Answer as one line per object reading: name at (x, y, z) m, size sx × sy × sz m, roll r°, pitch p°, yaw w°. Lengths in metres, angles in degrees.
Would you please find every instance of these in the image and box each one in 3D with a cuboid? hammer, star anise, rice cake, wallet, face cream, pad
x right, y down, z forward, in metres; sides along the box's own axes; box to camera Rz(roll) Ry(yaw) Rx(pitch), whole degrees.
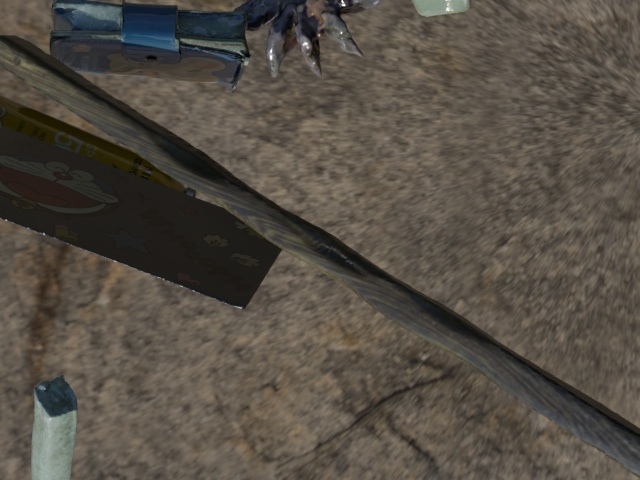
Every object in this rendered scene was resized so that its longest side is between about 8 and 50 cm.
hammer at (0.000, 0.000, 0.378) m, size 0.292 × 0.029 × 0.058 m, roll 33°, pitch 105°, yaw 28°
star anise at (-0.014, -0.266, 1.421) m, size 0.204 × 0.061 × 0.181 m, roll 13°, pitch 81°, yaw 31°
rice cake at (-0.135, 0.110, 0.668) m, size 0.022 × 0.021 × 0.121 m, roll 61°, pitch 152°, yaw 30°
wallet at (-0.174, -0.201, 1.346) m, size 0.202 × 0.141 × 0.059 m, roll 5°, pitch 81°, yaw -9°
face cream at (-0.261, -0.065, 1.273) m, size 0.348 × 0.105 × 0.105 m, roll 23°, pitch 101°, yaw -7°
pad at (-0.149, -0.023, 0.948) m, size 0.245 × 0.170 × 0.006 m, roll 20°, pitch 110°, yaw 4°

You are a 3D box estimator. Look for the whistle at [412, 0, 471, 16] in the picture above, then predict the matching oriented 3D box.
whistle at (0.048, -0.249, 0.749) m, size 0.110 × 0.092 × 0.244 m, roll 3°, pitch 109°, yaw 40°
